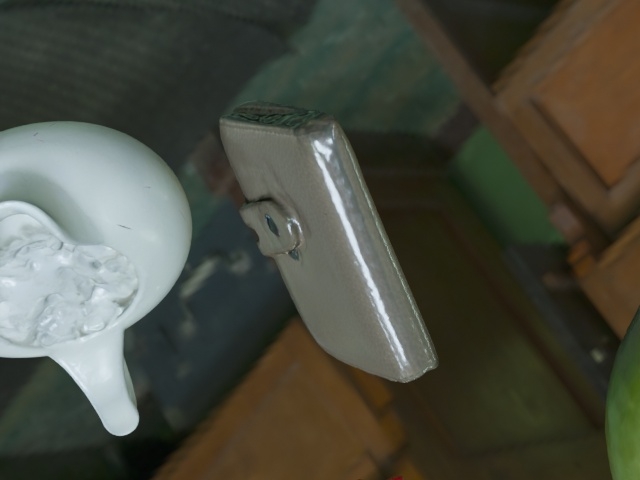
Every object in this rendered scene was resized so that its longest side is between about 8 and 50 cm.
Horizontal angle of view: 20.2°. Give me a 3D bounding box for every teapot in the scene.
[{"bbox_3d":[-0.183,0.017,1.244,0.204,0.139,0.298,-25,146,2],"label":"teapot"}]

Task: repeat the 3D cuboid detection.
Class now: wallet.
[{"bbox_3d":[0.000,0.000,0.943,0.039,0.118,0.152,-33,111,-21],"label":"wallet"}]

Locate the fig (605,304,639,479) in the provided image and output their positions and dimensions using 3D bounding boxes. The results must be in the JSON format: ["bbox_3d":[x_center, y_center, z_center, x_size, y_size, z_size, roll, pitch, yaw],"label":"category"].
[{"bbox_3d":[0.358,0.111,1.260,0.316,0.316,0.316,-27,153,-15],"label":"fig"}]

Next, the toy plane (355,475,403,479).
[{"bbox_3d":[0.032,0.193,0.915,0.060,0.145,0.037,-20,159,20],"label":"toy plane"}]
